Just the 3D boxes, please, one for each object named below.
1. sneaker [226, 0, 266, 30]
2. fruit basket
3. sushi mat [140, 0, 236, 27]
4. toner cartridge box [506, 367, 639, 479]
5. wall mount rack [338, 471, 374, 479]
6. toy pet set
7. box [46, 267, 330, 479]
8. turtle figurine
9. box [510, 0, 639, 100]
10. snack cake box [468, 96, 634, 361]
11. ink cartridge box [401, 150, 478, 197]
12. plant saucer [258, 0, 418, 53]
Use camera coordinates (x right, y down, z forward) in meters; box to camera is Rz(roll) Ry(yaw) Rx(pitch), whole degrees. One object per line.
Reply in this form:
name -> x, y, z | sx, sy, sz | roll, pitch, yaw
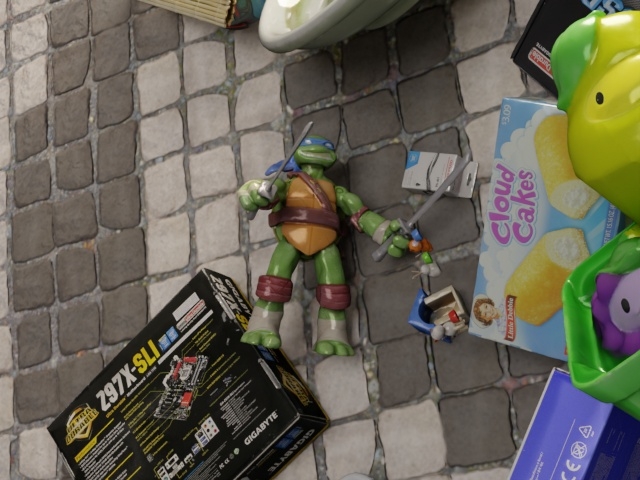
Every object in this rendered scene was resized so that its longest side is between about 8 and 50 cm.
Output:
sneaker -> -0.142, -0.411, 1.669 | 0.125, 0.104, 0.261 | -31, 61, 24
fruit basket -> 0.347, -0.043, 1.047 | 0.392, 0.283, 0.392 | 3, 113, 7
sushi mat -> -0.187, -0.393, 1.658 | 0.316, 0.019, 0.151 | 29, 112, 53
toner cartridge box -> 0.228, 0.311, 1.195 | 0.075, 0.165, 0.347 | 22, 87, 34
wall mount rack -> 0.035, 0.416, 1.267 | 0.304, 0.130, 0.350 | -24, 63, 47
toy pet set -> 0.121, 0.067, 1.361 | 0.065, 0.114, 0.122 | -28, 62, 12
box -> -0.177, 0.237, 1.518 | 0.322, 0.079, 0.257 | -46, 56, 12
turtle figurine -> 0.000, 0.000, 1.399 | 0.275, 0.198, 0.266 | 4, 86, 45
box -> 0.374, -0.234, 1.251 | 0.295, 0.073, 0.293 | 50, 128, 33
snack cake box -> 0.258, -0.013, 1.267 | 0.152, 0.089, 0.264 | 14, 104, 32
ink cartridge box -> 0.145, -0.080, 1.440 | 0.083, 0.028, 0.048 | 7, 80, 32
plant saucer -> 0.085, -0.370, 1.459 | 0.400, 0.100, 0.400 | -42, 24, 24
